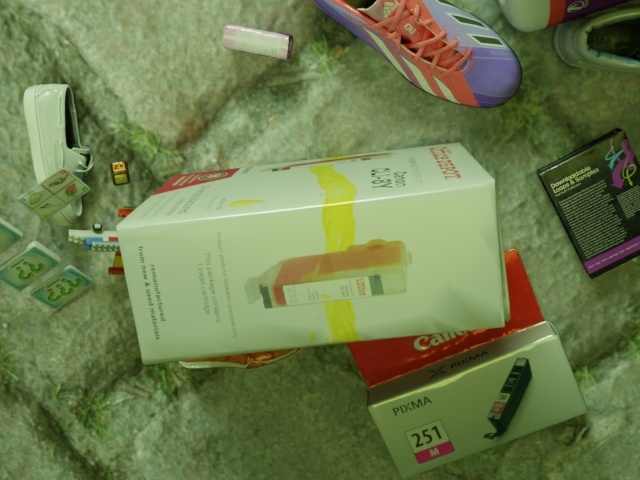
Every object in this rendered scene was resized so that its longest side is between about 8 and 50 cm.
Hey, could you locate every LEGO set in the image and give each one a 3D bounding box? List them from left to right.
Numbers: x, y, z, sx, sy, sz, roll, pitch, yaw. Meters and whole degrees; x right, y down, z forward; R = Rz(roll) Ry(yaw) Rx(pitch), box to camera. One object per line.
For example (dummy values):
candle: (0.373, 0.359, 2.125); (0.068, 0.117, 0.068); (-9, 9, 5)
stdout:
LEGO set: (-0.312, 0.002, 0.991); (0.244, 0.060, 0.182); (-32, 137, 11)

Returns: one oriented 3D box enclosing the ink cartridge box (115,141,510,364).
ink cartridge box: (0.000, 0.000, 0.899); (0.384, 0.279, 0.160); (-6, 105, 5)

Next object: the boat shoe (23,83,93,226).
boat shoe: (-0.328, -0.110, 0.999); (0.063, 0.066, 0.184); (-7, 97, 6)

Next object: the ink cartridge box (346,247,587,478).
ink cartridge box: (0.189, 0.171, 1.055); (0.275, 0.060, 0.239); (-23, 106, 10)

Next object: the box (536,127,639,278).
box: (0.364, -0.046, 0.993); (0.116, 0.029, 0.162); (-28, 105, 10)

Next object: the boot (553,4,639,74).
boot: (0.408, -0.222, 0.886); (0.258, 0.123, 0.095); (0, 107, 3)

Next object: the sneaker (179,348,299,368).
sneaker: (-0.114, 0.138, 1.060); (0.175, 0.064, 0.067); (-3, 97, 1)

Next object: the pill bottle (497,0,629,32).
pill bottle: (0.339, -0.353, 0.820); (0.323, 0.181, 0.181); (-17, 105, 8)

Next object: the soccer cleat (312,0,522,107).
soccer cleat: (0.099, -0.252, 0.898); (0.318, 0.116, 0.109); (34, 106, -7)

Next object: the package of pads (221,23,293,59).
package of pads: (-0.076, -0.243, 0.945); (0.083, 0.050, 0.032); (11, 107, 0)
